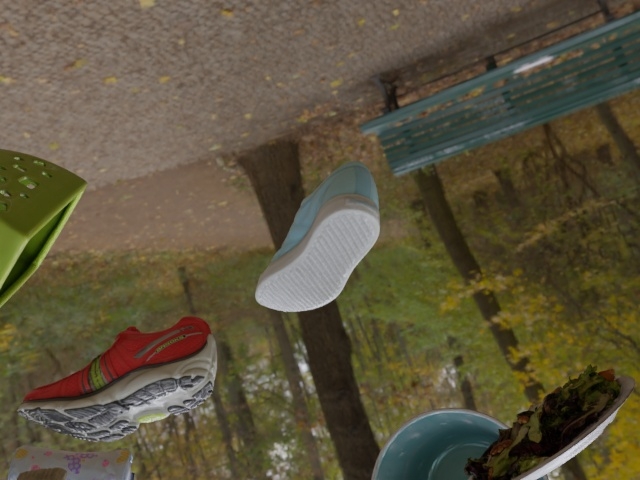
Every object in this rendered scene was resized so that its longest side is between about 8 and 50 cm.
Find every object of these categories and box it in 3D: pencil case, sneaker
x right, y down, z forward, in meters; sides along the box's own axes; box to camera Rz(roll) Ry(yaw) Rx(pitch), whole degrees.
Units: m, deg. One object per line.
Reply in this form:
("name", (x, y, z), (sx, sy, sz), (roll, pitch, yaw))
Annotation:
("pencil case", (-0.572, 0.538, 1.621), (0.273, 0.124, 0.113), (4, 165, -8))
("sneaker", (-0.243, 0.167, 0.866), (0.279, 0.118, 0.107), (-18, 139, 18))
("sneaker", (0.000, 0.000, 1.239), (0.135, 0.150, 0.366), (24, 139, -20))

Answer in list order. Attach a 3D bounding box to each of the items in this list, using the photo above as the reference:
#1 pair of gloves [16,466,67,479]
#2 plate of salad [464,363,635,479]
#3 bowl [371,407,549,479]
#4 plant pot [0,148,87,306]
("pair of gloves", (-0.464, 0.403, 0.940), (0.240, 0.042, 0.204), (-12, -157, -10))
("plate of salad", (0.216, 0.184, 0.692), (0.200, 0.048, 0.200), (-34, 169, -7))
("bowl", (0.259, 0.451, 1.232), (0.311, 0.312, 0.163), (-19, 161, 21))
("plant pot", (-0.549, -0.033, 1.132), (0.228, 0.207, 0.227), (-49, -169, 25))
